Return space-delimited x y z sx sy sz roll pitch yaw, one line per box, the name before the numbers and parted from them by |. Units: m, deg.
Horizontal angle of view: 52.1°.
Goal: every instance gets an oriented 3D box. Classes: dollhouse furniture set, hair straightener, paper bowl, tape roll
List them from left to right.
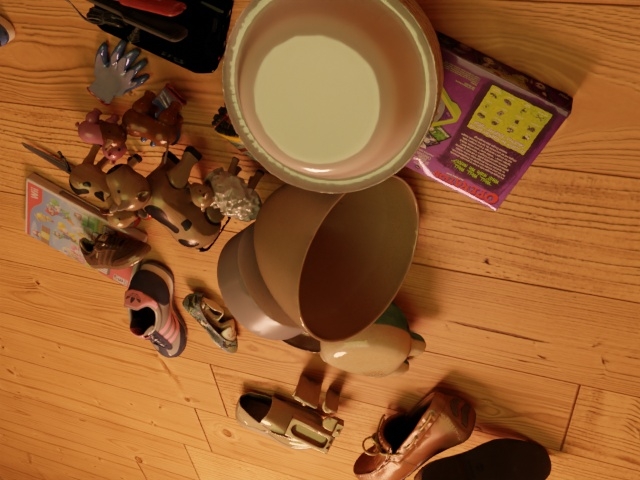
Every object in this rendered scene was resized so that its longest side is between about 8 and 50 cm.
hair straightener | -0.302 -0.332 0.979 0.231 0.047 0.089 16 137 13
tape roll | -0.075 0.067 1.188 0.219 0.219 0.072 43 134 -16
dollhouse furniture set | -0.020 0.431 1.539 0.144 0.123 0.151 26 102 0
paper bowl | 0.010 -0.198 0.842 0.285 0.148 0.284 7 117 13

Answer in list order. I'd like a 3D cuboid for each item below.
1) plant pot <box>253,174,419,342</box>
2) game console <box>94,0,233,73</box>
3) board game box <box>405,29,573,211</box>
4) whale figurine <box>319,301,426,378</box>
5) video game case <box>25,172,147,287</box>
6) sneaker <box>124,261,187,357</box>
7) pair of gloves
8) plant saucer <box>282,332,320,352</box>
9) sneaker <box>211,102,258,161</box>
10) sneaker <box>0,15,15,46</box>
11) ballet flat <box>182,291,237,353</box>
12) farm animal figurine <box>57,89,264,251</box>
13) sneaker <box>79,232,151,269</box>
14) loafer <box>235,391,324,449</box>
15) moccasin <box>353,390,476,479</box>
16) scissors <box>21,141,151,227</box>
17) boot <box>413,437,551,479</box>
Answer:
plant pot | 0.000 0.000 1.077 0.191 0.284 0.284 25 143 37
game console | -0.217 -0.417 0.919 0.213 0.044 0.361 24 137 3
board game box | 0.152 -0.196 0.948 0.347 0.056 0.208 27 134 1
whale figurine | 0.103 0.197 1.314 0.217 0.141 0.272 -9 151 17
video game case | -0.536 -0.015 1.484 0.285 0.025 0.204 29 138 -2
sneaker | -0.401 0.198 1.544 0.112 0.131 0.318 12 136 16
pair of gloves | -0.317 -0.251 1.146 0.198 0.023 0.159 42 137 -15
plant saucer | -0.036 0.164 1.398 0.199 0.036 0.198 14 135 14
sneaker | -0.066 -0.160 1.046 0.225 0.088 0.093 28 170 33
sneaker | -0.618 -0.378 1.125 0.152 0.084 0.058 34 137 -7
ballet flat | -0.237 0.189 1.509 0.070 0.070 0.188 -18 125 38
farm animal figurine | -0.302 -0.090 1.152 0.327 0.172 0.330 35 152 -21
sneaker | -0.449 0.019 1.405 0.189 0.066 0.071 -9 125 32
loafer | -0.107 0.457 1.672 0.269 0.101 0.092 7 140 22
moccasin | 0.184 0.454 1.496 0.147 0.139 0.380 35 137 -7
scissors | -0.476 -0.130 1.349 0.297 0.021 0.109 41 138 -13
boot | 0.352 0.503 1.442 0.306 0.112 0.115 -5 161 -10
